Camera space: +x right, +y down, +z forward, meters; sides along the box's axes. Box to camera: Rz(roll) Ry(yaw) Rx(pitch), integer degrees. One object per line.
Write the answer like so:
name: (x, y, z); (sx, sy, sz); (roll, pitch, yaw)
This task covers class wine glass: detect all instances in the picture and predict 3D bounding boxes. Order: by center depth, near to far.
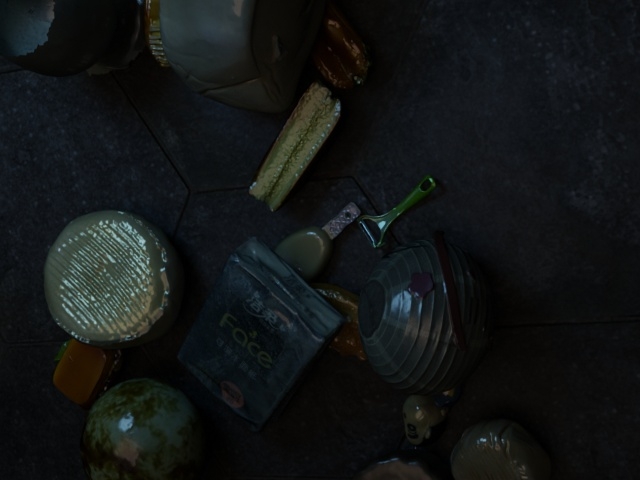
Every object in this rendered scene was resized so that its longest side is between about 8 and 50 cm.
wine glass: (-0.454, -0.404, 1.642); (0.238, 0.323, 0.238); (2, 96, 21)

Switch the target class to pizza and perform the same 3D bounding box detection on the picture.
pizza: (0.035, 0.142, 1.671); (0.246, 0.058, 0.127); (12, 107, 19)

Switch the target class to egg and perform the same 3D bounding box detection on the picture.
egg: (-0.337, 0.402, 1.756); (0.238, 0.238, 0.289); (16, 120, 18)

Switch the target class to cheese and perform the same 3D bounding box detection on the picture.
cheese: (0.000, 0.000, 1.678); (0.192, 0.037, 0.097); (-42, 83, 21)

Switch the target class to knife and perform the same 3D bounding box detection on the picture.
knife: (0.139, -0.060, 1.626); (0.166, 0.022, 0.078); (-40, 73, 21)

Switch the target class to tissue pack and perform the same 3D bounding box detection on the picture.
tissue pack: (-0.114, 0.177, 1.665); (0.228, 0.103, 0.316); (41, 130, 11)

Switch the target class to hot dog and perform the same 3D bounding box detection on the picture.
hot dog: (-0.009, -0.375, 1.610); (0.115, 0.072, 0.269); (-37, 84, 20)

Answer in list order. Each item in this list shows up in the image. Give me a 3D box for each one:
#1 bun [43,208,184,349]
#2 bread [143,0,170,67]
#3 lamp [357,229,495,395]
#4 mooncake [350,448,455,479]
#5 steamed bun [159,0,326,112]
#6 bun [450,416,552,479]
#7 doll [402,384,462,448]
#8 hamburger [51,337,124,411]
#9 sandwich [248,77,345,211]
bun: (-0.392, 0.077, 1.780); (0.287, 0.146, 0.287); (-1, 84, 13)
bread: (-0.257, -0.411, 1.667); (0.114, 0.132, 0.190); (2, 96, 22)
lamp: (0.181, 0.124, 1.532); (0.233, 0.233, 0.265); (-17, 62, 22)
mooncake: (0.156, 0.482, 1.644); (0.228, 0.124, 0.228); (2, 95, 22)
steamed bun: (-0.140, -0.408, 1.498); (0.247, 0.236, 0.383); (22, 107, 24)
bun: (0.313, 0.376, 1.573); (0.166, 0.113, 0.173); (13, 125, 23)
doll: (0.196, 0.289, 1.622); (0.089, 0.102, 0.179); (13, 104, -22)
hamburger: (-0.468, 0.247, 1.860); (0.137, 0.087, 0.166); (38, 107, 13)
sandwich: (-0.036, -0.168, 1.646); (0.090, 0.088, 0.244); (35, 104, 4)
